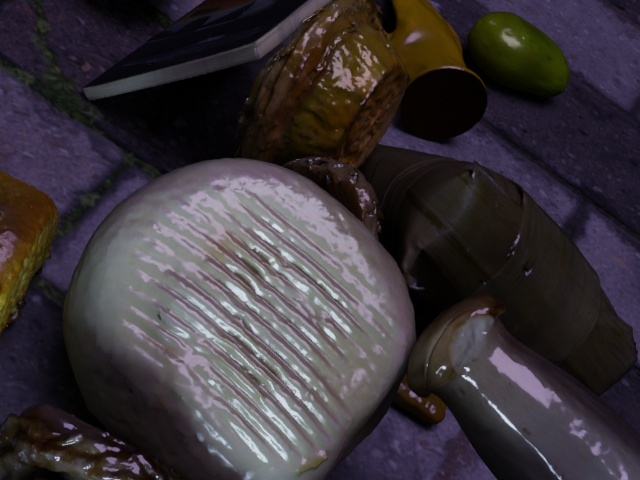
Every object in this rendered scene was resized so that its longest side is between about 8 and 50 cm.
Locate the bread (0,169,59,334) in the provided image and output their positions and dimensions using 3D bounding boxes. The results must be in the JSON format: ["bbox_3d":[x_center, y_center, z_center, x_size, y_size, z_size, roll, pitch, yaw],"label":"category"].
[{"bbox_3d":[-0.352,0.003,1.652,0.160,0.147,0.260,30,40,-3],"label":"bread"}]

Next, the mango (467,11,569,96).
[{"bbox_3d":[0.285,-0.269,2.421,0.163,0.089,0.117,24,32,-33],"label":"mango"}]

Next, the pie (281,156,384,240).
[{"bbox_3d":[0.000,0.000,1.858,0.046,0.195,0.195,-4,54,-50],"label":"pie"}]

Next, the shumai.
[{"bbox_3d":[-0.212,0.270,1.513,0.218,0.184,0.185,35,75,-31],"label":"shumai"}]

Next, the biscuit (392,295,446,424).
[{"bbox_3d":[0.080,0.110,1.936,0.174,0.039,0.183,27,41,-9],"label":"biscuit"}]

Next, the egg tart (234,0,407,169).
[{"bbox_3d":[0.014,-0.161,1.970,0.118,0.288,0.288,29,38,14],"label":"egg tart"}]

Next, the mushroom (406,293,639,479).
[{"bbox_3d":[0.254,0.222,1.652,0.407,0.137,0.154,49,35,-2],"label":"mushroom"}]

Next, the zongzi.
[{"bbox_3d":[0.219,0.059,2.032,0.447,0.181,0.418,47,-1,-24],"label":"zongzi"}]

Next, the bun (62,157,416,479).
[{"bbox_3d":[-0.082,0.102,1.697,0.361,0.213,0.361,5,74,-17],"label":"bun"}]

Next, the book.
[{"bbox_3d":[-0.092,-0.275,2.046,0.374,0.262,0.028,-47,119,-50],"label":"book"}]

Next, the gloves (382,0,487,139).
[{"bbox_3d":[0.141,-0.272,2.325,0.133,0.116,0.294,43,21,-37],"label":"gloves"}]
